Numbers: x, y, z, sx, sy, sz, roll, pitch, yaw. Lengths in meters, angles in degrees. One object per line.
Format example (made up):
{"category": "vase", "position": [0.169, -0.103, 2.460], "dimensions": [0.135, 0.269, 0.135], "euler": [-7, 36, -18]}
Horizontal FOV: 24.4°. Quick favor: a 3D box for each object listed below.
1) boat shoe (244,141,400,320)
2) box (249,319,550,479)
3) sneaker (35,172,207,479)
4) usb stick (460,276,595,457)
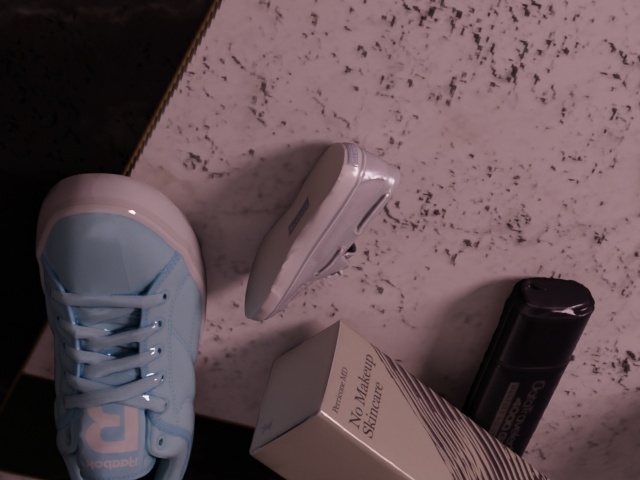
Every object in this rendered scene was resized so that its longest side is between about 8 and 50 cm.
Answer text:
{"category": "boat shoe", "position": [0.000, 0.000, 1.150], "dimensions": [0.063, 0.066, 0.184], "euler": [19, 123, -21]}
{"category": "box", "position": [0.076, 0.198, 1.284], "dimensions": [0.275, 0.113, 0.094], "euler": [38, 130, -23]}
{"category": "sneaker", "position": [-0.153, 0.110, 1.185], "dimensions": [0.135, 0.150, 0.366], "euler": [-5, 137, -1]}
{"category": "usb stick", "position": [0.169, 0.134, 1.313], "dimensions": [0.077, 0.045, 0.278], "euler": [0, 137, -14]}
